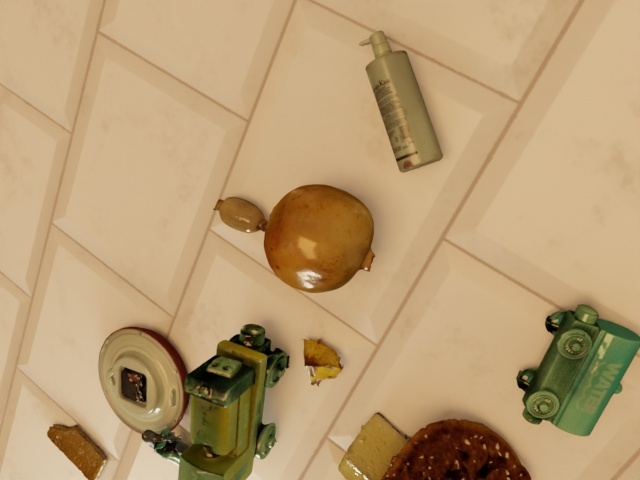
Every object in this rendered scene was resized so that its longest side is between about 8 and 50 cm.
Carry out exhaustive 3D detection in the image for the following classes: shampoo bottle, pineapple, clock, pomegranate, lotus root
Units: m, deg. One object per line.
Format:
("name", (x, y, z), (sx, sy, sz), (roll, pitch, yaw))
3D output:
("shampoo bottle", (0.148, -0.262, 1.005), (0.085, 0.085, 0.262), (-18, 92, 29))
("pineapple", (-0.009, 0.292, 1.221), (0.114, 0.077, 0.114), (25, 125, 25))
("clock", (-0.496, 0.391, 1.483), (0.319, 0.080, 0.318), (6, 105, 25))
("pomegranate", (-0.006, -0.005, 1.068), (0.233, 0.233, 0.233), (6, 104, 26))
("lotus root", (-0.186, -0.060, 1.232), (0.150, 0.062, 0.073), (23, 111, 19))

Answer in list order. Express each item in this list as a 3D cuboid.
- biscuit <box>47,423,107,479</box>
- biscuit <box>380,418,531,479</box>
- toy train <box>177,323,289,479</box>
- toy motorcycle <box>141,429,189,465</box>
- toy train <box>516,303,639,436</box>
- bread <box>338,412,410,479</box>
("biscuit", (-0.774, 0.654, 1.714), (0.237, 0.026, 0.131), (37, 114, 16))
("biscuit", (0.256, 0.522, 1.062), (0.334, 0.081, 0.289), (-44, 82, -8))
("toy train", (-0.202, 0.396, 1.237), (0.160, 0.253, 0.396), (16, 109, 22))
("toy motorcycle", (-0.397, 0.550, 1.442), (0.100, 0.058, 0.173), (-23, 126, 32))
("toy train", (0.459, 0.237, 0.962), (0.159, 0.101, 0.248), (20, 111, 5))
("bread", (0.160, 0.531, 1.211), (0.240, 0.135, 0.178), (37, 149, 14))
